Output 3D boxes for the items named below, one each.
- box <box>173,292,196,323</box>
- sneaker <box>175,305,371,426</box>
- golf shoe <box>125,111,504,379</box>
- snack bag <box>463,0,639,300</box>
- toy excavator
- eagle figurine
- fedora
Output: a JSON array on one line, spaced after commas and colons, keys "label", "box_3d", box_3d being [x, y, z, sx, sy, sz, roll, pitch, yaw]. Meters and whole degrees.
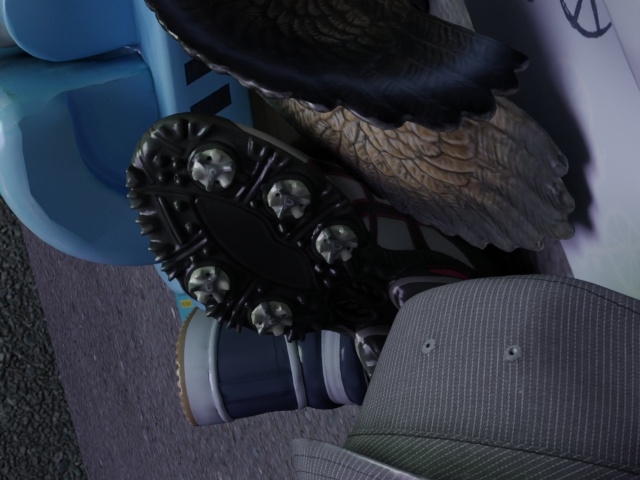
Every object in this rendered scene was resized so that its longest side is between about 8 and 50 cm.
[{"label": "box", "box_3d": [-0.121, -0.046, 1.680, 0.100, 0.060, 0.244, 167, 86, -73]}, {"label": "sneaker", "box_3d": [-0.004, 0.048, 1.371, 0.282, 0.153, 0.099, -70, -30, -65]}, {"label": "golf shoe", "box_3d": [0.000, 0.000, 1.059, 0.105, 0.273, 0.120, -45, 31, 22]}, {"label": "snack bag", "box_3d": [0.126, -0.137, 0.857, 0.342, 0.037, 0.323, 123, 128, -68]}, {"label": "toy excavator", "box_3d": [-0.181, -0.130, 1.127, 0.222, 0.445, 0.433, -133, 31, -55]}, {"label": "eagle figurine", "box_3d": [-0.003, -0.134, 0.912, 0.225, 0.226, 0.298, -43, 58, 55]}, {"label": "fedora", "box_3d": [0.122, 0.091, 0.863, 0.275, 0.244, 0.124, 3, 74, 50]}]
